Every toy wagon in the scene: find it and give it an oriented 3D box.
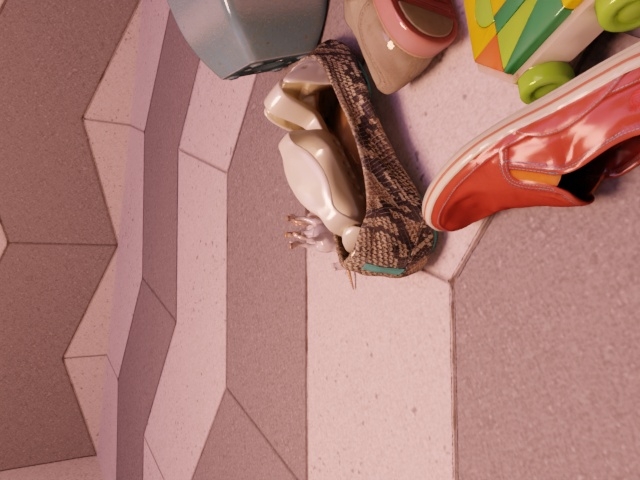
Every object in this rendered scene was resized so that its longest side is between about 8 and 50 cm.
[{"bbox_3d":[0.246,-0.309,0.535,0.344,0.068,0.267,126,143,-66],"label":"toy wagon"}]

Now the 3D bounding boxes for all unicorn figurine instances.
[{"bbox_3d":[0.000,0.000,0.963,0.162,0.111,0.060,-100,22,-44],"label":"unicorn figurine"}]

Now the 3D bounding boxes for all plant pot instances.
[{"bbox_3d":[-0.131,-0.447,1.062,0.248,0.247,0.252,2,111,57],"label":"plant pot"}]

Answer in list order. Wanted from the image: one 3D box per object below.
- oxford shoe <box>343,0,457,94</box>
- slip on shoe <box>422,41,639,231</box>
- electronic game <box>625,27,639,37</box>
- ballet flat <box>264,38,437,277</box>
[{"bbox_3d":[0.068,-0.402,0.835,0.146,0.141,0.396,133,132,-55],"label":"oxford shoe"},{"bbox_3d":[0.233,-0.075,0.583,0.331,0.123,0.101,-32,66,47],"label":"slip on shoe"},{"bbox_3d":[0.332,-0.294,0.494,0.229,0.048,0.229,-178,90,-65],"label":"electronic game"},{"bbox_3d":[0.014,-0.155,0.860,0.164,0.182,0.482,-53,46,43],"label":"ballet flat"}]
